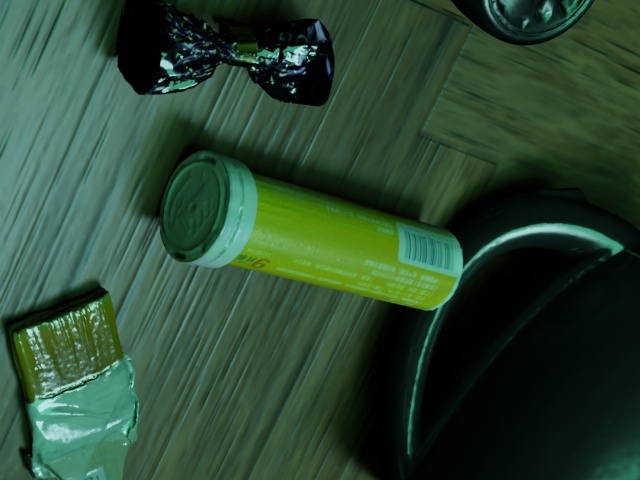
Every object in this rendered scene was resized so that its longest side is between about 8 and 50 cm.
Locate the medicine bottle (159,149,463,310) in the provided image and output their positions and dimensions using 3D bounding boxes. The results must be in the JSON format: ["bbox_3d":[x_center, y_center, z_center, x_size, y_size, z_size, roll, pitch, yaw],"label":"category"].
[{"bbox_3d":[0.000,0.000,1.070,0.218,0.074,0.074,15,106,-40],"label":"medicine bottle"}]

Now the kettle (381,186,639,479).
[{"bbox_3d":[0.176,0.110,1.185,0.268,0.207,0.290,31,90,-13],"label":"kettle"}]

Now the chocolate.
[{"bbox_3d":[-0.052,-0.117,0.984,0.147,0.072,0.070,-4,76,-41],"label":"chocolate"}]

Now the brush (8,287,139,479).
[{"bbox_3d":[-0.151,0.186,1.103,0.085,0.020,0.337,-22,125,-23],"label":"brush"}]

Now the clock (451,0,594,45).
[{"bbox_3d":[0.051,-0.271,0.929,0.379,0.120,0.277,7,116,-36],"label":"clock"}]
